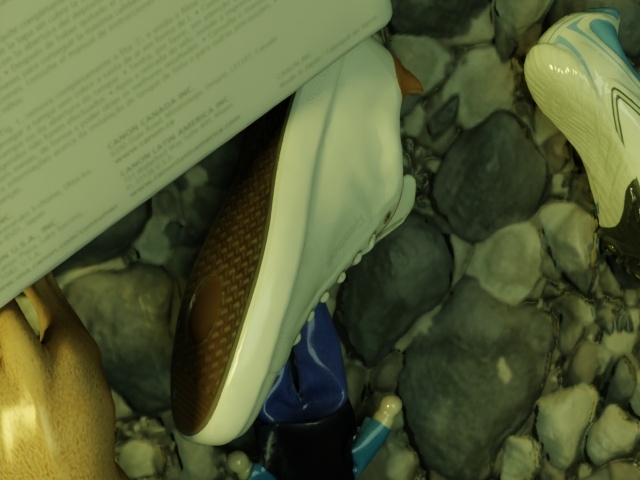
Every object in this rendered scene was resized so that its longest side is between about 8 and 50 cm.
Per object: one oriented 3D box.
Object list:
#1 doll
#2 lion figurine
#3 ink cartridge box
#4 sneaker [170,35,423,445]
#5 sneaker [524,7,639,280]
[{"bbox_3d":[-0.006,0.123,0.897,0.129,0.046,0.189,-13,103,-17],"label":"doll"},{"bbox_3d":[-0.130,0.166,0.755,0.142,0.240,0.392,-35,108,-12],"label":"lion figurine"},{"bbox_3d":[-0.132,-0.182,0.628,0.308,0.091,0.385,-38,140,-17],"label":"ink cartridge box"},{"bbox_3d":[0.000,0.000,0.822,0.123,0.106,0.290,26,72,-27],"label":"sneaker"},{"bbox_3d":[0.227,-0.057,0.934,0.086,0.085,0.237,-38,112,-18],"label":"sneaker"}]
